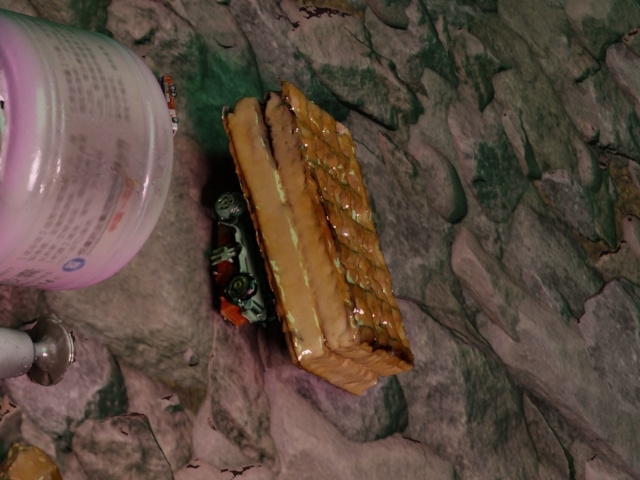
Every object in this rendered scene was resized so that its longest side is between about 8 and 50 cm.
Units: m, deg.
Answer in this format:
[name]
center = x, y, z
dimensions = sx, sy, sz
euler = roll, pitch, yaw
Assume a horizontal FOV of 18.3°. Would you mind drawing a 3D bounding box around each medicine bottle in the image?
[medicine bottle]
center = -0.307, -0.086, 1.740
dimensions = 0.302, 0.241, 0.241
euler = 9, 58, -48

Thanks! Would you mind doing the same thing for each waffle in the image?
[waffle]
center = -0.001, 0.000, 2.139
dimensions = 0.213, 0.091, 0.308
euler = 32, 39, -66

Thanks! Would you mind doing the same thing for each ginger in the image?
[ginger]
center = -0.225, 0.262, 1.739
dimensions = 0.190, 0.069, 0.095
euler = 54, 40, -10

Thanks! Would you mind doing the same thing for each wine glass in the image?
[wine glass]
center = -0.296, 0.100, 1.771
dimensions = 0.155, 0.072, 0.072
euler = 3, 63, -50

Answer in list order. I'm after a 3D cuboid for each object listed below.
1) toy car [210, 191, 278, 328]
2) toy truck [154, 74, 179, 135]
[toy car]
center = -0.084, 0.021, 2.101
dimensions = 0.073, 0.054, 0.143
euler = 41, 32, -53
[toy truck]
center = -0.170, -0.141, 2.142
dimensions = 0.032, 0.024, 0.083
euler = 7, 55, -23
